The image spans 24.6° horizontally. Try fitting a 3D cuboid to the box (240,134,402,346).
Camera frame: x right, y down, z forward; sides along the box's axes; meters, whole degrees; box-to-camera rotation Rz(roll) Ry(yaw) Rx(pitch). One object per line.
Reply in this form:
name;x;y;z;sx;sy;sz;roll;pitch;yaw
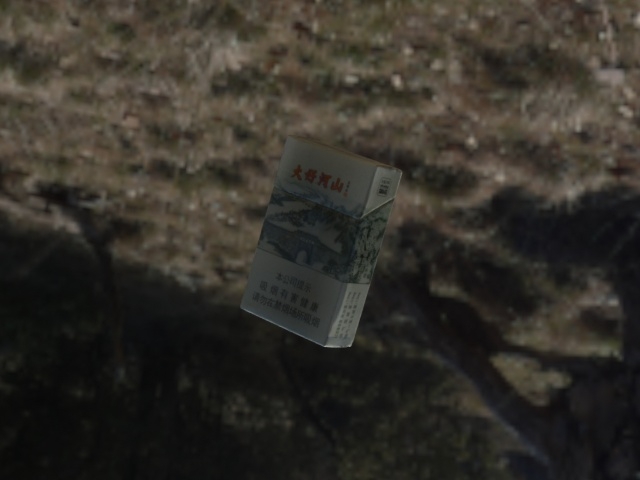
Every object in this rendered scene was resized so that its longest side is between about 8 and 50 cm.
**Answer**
box;0.000;0.000;0.653;0.054;0.083;0.024;22;-171;39
